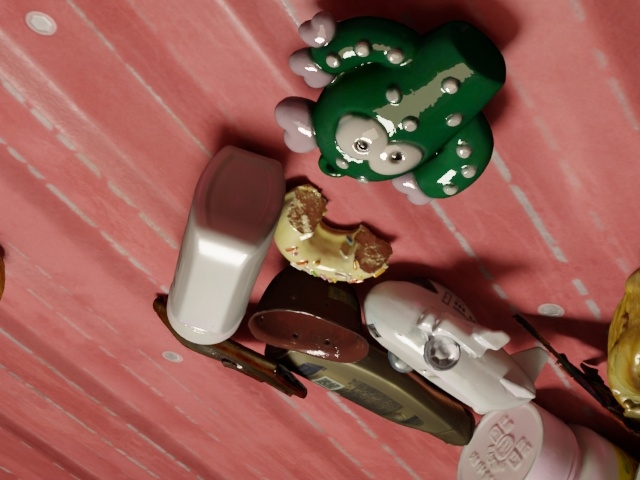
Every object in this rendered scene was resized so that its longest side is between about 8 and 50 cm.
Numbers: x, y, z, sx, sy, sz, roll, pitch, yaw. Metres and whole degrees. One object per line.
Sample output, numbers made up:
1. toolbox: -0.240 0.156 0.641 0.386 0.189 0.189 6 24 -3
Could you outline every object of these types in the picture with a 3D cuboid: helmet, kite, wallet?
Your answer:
1. helmet: -0.003 0.089 1.452 0.175 0.106 0.155 30 149 -27
2. kite: 0.388 0.208 1.416 0.321 0.234 0.016 35 101 -7
3. wallet: -0.133 0.168 1.601 0.255 0.031 0.137 23 159 33

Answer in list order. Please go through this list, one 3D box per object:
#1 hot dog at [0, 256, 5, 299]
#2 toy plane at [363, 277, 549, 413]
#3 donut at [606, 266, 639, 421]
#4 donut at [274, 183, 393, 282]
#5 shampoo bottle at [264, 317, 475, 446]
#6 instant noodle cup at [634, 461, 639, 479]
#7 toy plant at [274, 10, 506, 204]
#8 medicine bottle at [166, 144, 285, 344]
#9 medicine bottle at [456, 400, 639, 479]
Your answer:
1. hot dog: -0.669 0.025 1.539 0.405 0.185 0.223 9 147 9
2. toy plane: 0.175 0.138 1.429 0.266 0.123 0.267 28 166 8
3. donut: 0.519 0.131 1.267 0.360 0.170 0.360 10 150 6
4. donut: 0.000 0.003 1.362 0.166 0.065 0.108 33 143 -25
5. shampoo bottle: 0.085 0.214 1.620 0.350 0.084 0.125 30 152 -22
6. instant noodle cup: 0.602 0.375 1.538 0.231 0.243 0.243 32 143 -14
7. toy plant: 0.073 -0.131 1.101 0.232 0.113 0.243 15 141 -4
8. medicine bottle: -0.125 0.021 1.352 0.111 0.161 0.296 18 148 -3
9. medicine bottle: 0.408 0.411 1.663 0.378 0.214 0.213 33 142 -22
